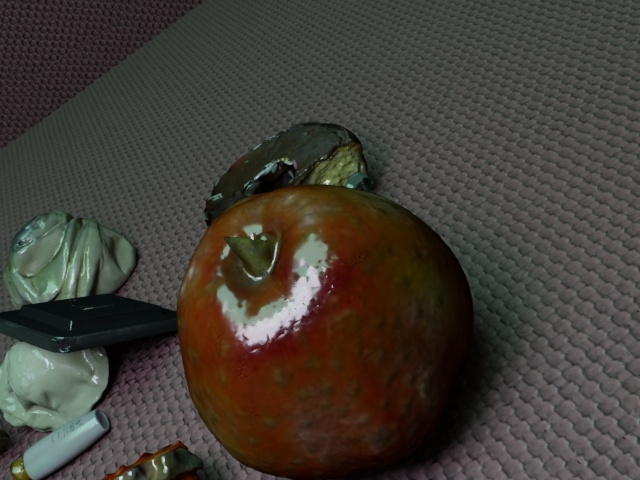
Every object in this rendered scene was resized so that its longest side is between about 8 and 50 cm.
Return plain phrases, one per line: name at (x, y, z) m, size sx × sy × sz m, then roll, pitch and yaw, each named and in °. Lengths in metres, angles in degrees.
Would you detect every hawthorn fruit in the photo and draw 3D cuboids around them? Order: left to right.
hawthorn fruit at (-0.015, 0.100, 0.901) m, size 0.403 × 0.402 × 0.402 m, roll -21°, pitch 39°, yaw 18°

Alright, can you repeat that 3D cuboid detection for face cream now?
face cream at (-0.460, 0.365, 1.229) m, size 0.182 × 0.051 × 0.072 m, roll -33°, pitch 38°, yaw 1°

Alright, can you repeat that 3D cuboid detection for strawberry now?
strawberry at (-0.298, 0.410, 0.968) m, size 0.336 × 0.149 × 0.265 m, roll -31°, pitch -5°, yaw 39°

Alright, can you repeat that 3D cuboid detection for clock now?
clock at (-0.434, 0.144, 1.312) m, size 0.273 × 0.279 × 0.049 m, roll 6°, pitch 98°, yaw 40°

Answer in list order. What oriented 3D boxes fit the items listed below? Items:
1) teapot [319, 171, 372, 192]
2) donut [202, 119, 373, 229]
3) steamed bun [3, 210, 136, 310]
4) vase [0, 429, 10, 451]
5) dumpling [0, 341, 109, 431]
teapot at (0.000, 0.000, 1.194) m, size 0.193 × 0.129 × 0.294 m, roll 30°, pitch 68°, yaw 25°
donut at (-0.081, -0.097, 1.372) m, size 0.345 × 0.136 × 0.259 m, roll -39°, pitch 32°, yaw -6°
steamed bun at (-0.578, 0.041, 1.548) m, size 0.280 × 0.207 × 0.268 m, roll 6°, pitch 52°, yaw 39°
vase at (-0.770, 0.433, 1.287) m, size 0.302 × 0.241 × 0.329 m, roll -49°, pitch 11°, yaw -36°
dumpling at (-0.510, 0.267, 1.317) m, size 0.258 × 0.147 × 0.193 m, roll -18°, pitch 71°, yaw 14°
